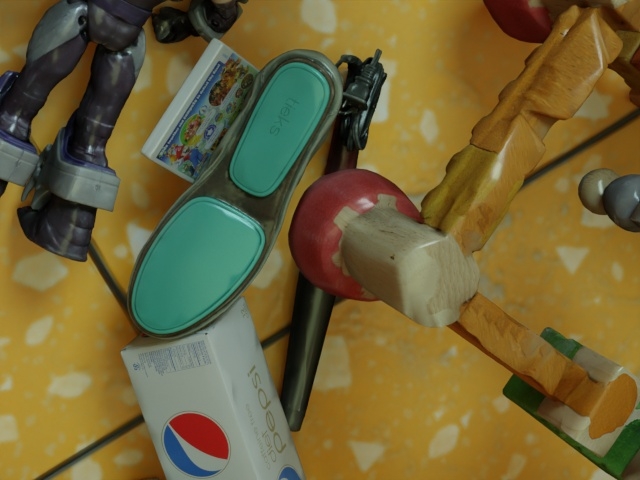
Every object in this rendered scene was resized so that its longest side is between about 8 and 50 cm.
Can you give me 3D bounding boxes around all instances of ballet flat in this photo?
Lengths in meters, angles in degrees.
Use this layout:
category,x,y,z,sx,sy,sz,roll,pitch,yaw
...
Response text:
category,x,y,z,sx,sy,sz,roll,pitch,yaw
ballet flat,-0.050,-0.028,1.025,0.072,0.068,0.213,33,97,0

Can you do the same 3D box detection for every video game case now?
category,x,y,z,sx,sy,sz,roll,pitch,yaw
video game case,-0.061,-0.074,1.039,0.087,0.011,0.122,-56,150,1

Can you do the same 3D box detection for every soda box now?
category,x,y,z,sx,sy,sz,roll,pitch,yaw
soda box,-0.059,0.153,1.077,0.069,0.074,0.216,-12,105,22

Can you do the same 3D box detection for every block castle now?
category,x,y,z,sx,sy,sz,roll,pitch,yaw
block castle,0.235,0.017,1.059,0.453,0.213,0.303,37,88,-22

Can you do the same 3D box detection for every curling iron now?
category,x,y,z,sx,sy,sz,roll,pitch,yaw
curling iron,0.000,0.000,1.087,0.035,0.068,0.274,15,101,12

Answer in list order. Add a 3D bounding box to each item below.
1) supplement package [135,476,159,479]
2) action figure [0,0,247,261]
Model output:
category,x,y,z,sx,sy,sz,roll,pitch,yaw
supplement package,-0.190,0.279,1.037,0.203,0.149,0.194,-5,100,-14
action figure,-0.141,-0.134,0.989,0.185,0.099,0.285,23,104,-36
